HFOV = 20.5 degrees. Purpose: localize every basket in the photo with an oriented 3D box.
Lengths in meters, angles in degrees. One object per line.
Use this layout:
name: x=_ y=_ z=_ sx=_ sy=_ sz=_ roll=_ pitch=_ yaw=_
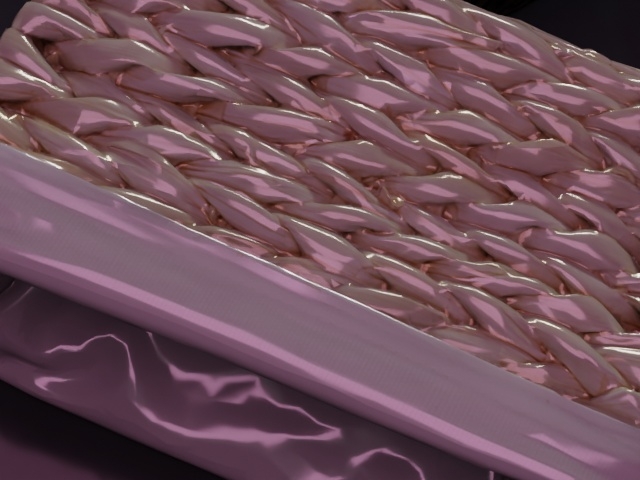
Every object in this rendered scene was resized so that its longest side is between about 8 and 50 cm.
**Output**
basket: x=0.000 y=0.000 z=0.414 sx=0.167 sy=0.113 sz=0.103 roll=22 pitch=70 yaw=2

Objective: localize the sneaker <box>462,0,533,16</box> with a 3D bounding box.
sneaker: x=0.120 y=-0.181 z=0.482 sx=0.290 sy=0.106 sz=0.123 roll=-31 pitch=80 yaw=-11
